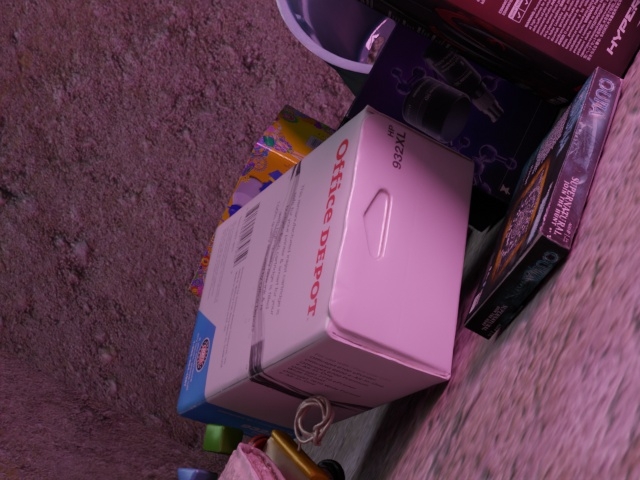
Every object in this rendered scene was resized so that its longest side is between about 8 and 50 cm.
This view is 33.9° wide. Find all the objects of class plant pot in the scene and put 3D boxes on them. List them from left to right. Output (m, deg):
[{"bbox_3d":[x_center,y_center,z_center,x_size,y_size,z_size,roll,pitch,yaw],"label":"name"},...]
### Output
[{"bbox_3d":[0.139,-0.321,1.503,0.341,0.341,0.334,-62,-20,-9],"label":"plant pot"}]

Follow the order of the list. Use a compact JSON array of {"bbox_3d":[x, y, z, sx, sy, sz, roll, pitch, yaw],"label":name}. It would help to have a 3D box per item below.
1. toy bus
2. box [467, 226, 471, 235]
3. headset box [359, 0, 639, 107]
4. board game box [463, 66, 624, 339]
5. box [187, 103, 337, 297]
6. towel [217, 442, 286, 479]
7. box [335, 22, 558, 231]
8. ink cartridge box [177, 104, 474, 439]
[{"bbox_3d":[-0.029,0.260,0.970,0.202,0.104,0.191,-22,60,37],"label":"toy bus"},{"bbox_3d":[0.039,0.040,1.277,0.214,0.117,0.243,-62,19,-3],"label":"box"},{"bbox_3d":[0.125,-0.234,0.907,0.110,0.293,0.218,-62,1,4],"label":"headset box"},{"bbox_3d":[0.167,-0.029,0.783,0.186,0.026,0.126,-62,0,-38],"label":"board game box"},{"bbox_3d":[0.000,0.000,1.593,0.279,0.290,0.177,-63,1,29],"label":"box"},{"bbox_3d":[-0.065,0.292,0.815,0.187,0.049,0.282,-61,22,3],"label":"towel"},{"bbox_3d":[0.153,-0.171,1.070,0.261,0.184,0.103,-62,3,-18],"label":"box"},{"bbox_3d":[-0.001,0.049,1.005,0.307,0.129,0.223,-34,39,53],"label":"ink cartridge box"}]
